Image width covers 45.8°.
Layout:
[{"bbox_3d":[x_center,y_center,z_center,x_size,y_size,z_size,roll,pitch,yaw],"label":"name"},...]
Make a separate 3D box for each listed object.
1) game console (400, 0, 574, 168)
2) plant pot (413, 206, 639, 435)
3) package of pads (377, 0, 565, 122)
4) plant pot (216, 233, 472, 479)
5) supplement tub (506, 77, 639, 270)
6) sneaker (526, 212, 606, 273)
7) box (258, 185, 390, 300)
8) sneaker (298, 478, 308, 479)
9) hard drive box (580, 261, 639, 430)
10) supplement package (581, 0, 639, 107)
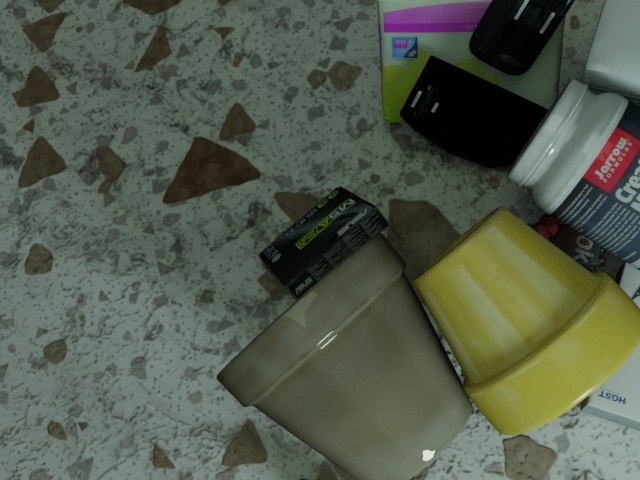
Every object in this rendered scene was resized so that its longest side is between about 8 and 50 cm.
[{"bbox_3d":[0.290,-0.281,1.179,0.213,0.361,0.044,23,36,-8],"label":"game console"},{"bbox_3d":[0.264,0.094,1.042,0.254,0.254,0.239,-41,86,-4],"label":"plant pot"},{"bbox_3d":[0.247,-0.304,1.259,0.297,0.229,0.101,2,35,13],"label":"package of pads"},{"bbox_3d":[0.060,0.196,1.108,0.323,0.323,0.280,-41,86,-4],"label":"plant pot"},{"bbox_3d":[0.423,-0.086,1.065,0.272,0.191,0.191,33,80,7],"label":"supplement tub"},{"bbox_3d":[0.406,-0.013,1.197,0.276,0.097,0.135,-40,86,-15],"label":"sneaker"},{"bbox_3d":[0.000,0.000,1.238,0.191,0.184,0.045,-40,111,-3],"label":"box"},{"bbox_3d":[0.056,0.431,1.127,0.090,0.081,0.232,-44,76,-8],"label":"sneaker"},{"bbox_3d":[0.507,0.167,1.118,0.181,0.089,0.232,16,76,16],"label":"hard drive box"},{"bbox_3d":[0.511,-0.256,1.165,0.198,0.262,0.199,17,75,16],"label":"supplement package"}]
